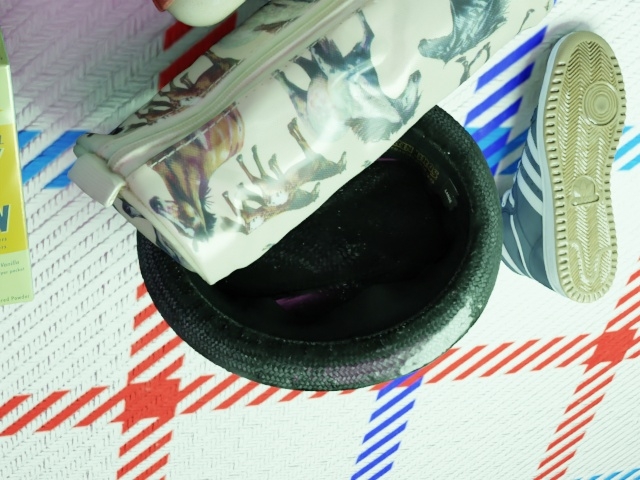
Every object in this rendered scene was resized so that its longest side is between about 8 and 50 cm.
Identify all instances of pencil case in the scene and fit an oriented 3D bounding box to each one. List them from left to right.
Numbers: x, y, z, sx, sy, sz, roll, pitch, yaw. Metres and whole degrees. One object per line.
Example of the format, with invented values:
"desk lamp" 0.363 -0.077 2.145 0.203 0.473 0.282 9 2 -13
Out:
"pencil case" -0.004 -0.134 0.793 0.410 0.160 0.183 -39 147 -8

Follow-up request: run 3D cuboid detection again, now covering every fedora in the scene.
"fedora" 0.000 0.000 0.932 0.334 0.334 0.152 -24 166 -5

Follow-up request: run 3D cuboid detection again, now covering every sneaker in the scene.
"sneaker" 0.249 -0.082 1.066 0.099 0.153 0.282 -4 98 -19

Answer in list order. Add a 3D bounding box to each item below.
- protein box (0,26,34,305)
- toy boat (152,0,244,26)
"protein box" -0.301 -0.081 0.725 0.136 0.200 0.201 -8 130 -19
"toy boat" -0.060 -0.281 0.736 0.231 0.151 0.151 -39 104 9
